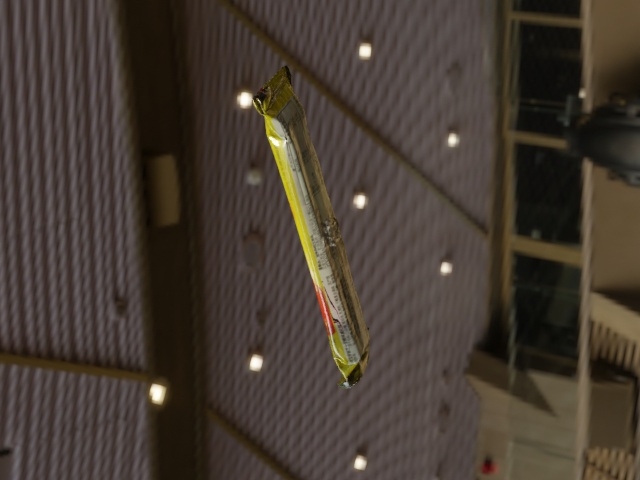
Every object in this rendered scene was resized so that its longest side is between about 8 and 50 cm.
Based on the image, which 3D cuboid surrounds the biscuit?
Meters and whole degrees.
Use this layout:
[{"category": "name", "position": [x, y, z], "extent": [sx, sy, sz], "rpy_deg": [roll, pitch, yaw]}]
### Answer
[{"category": "biscuit", "position": [0.000, 0.000, 0.976], "extent": [0.048, 0.026, 0.292], "rpy_deg": [-61, -35, -44]}]
